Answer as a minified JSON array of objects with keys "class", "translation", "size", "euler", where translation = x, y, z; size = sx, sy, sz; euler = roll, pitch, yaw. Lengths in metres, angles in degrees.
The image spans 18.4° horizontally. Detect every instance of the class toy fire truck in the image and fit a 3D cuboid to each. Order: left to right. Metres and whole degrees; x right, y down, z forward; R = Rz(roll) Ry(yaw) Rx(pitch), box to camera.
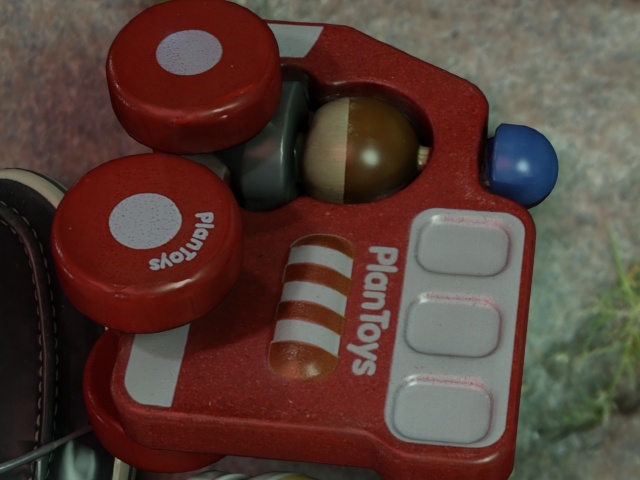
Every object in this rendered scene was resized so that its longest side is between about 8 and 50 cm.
[{"class":"toy fire truck","translation":[0.000,0.000,1.099],"size":[0.253,0.169,0.302],"euler":[6,50,7]}]

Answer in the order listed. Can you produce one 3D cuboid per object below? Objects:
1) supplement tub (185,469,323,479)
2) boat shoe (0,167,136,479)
[{"class":"supplement tub","translation":[0.009,0.207,1.072],"size":[0.199,0.144,0.144],"euler":[12,87,32]},{"class":"boat shoe","translation":[-0.238,0.195,1.221],"size":[0.186,0.156,0.500],"euler":[8,83,34]}]
